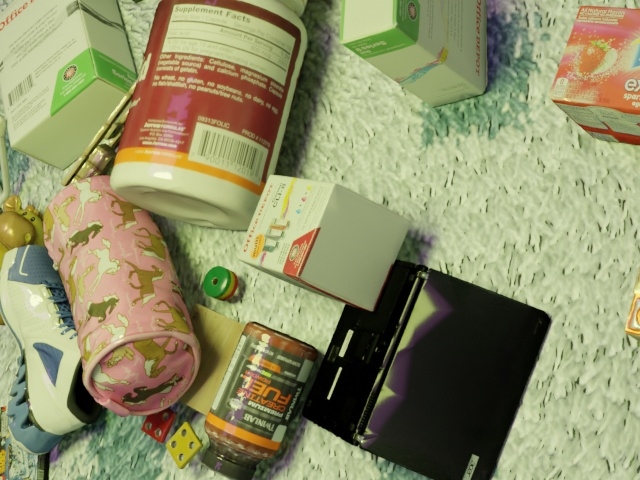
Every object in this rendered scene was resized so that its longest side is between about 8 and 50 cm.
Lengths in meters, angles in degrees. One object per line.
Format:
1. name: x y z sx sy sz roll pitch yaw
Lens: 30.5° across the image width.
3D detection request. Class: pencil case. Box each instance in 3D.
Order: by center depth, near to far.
1. pencil case: -0.289 0.071 1.673 0.386 0.160 0.167 -120 36 -47

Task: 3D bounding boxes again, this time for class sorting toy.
1. sorting toy: -0.149 0.180 1.631 0.132 0.046 0.274 20 84 41

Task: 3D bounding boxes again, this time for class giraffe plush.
1. giraffe plush: -0.514 0.022 1.929 0.170 0.181 0.210 -49 15 -2

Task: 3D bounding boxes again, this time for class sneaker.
1. sneaker: -0.378 0.153 1.783 0.182 0.127 0.315 -20 68 27

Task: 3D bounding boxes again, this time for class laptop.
1. laptop: 0.121 0.157 1.454 0.264 0.137 0.234 11 78 66

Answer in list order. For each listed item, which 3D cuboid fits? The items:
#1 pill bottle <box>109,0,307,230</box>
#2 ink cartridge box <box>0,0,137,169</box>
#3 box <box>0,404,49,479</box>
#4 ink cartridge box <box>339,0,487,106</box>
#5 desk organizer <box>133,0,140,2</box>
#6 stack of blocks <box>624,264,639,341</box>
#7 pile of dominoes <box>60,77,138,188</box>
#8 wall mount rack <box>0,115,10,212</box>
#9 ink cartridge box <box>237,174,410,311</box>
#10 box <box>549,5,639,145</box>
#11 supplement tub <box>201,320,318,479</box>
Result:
1. pill bottle: -0.146 -0.230 1.676 0.224 0.224 0.392 4 75 39
2. ink cartridge box: -0.436 -0.303 1.999 0.211 0.121 0.289 -34 55 24
3. box: -0.463 0.318 1.834 0.094 0.027 0.137 -18 62 30
4. ink cartridge box: 0.123 -0.284 1.498 0.093 0.212 0.154 -13 66 38
5. desk organizer: -0.279 -0.453 1.988 0.130 0.047 0.050 -14 62 33
6. stack of blocks: 0.475 0.048 1.172 0.297 0.087 0.171 9 78 40
7. pile of dominoes: -0.304 -0.169 1.838 0.040 0.196 0.251 39 99 -1
8. wall mount rack: -0.632 -0.137 2.075 0.304 0.130 0.350 -50 50 14
9. ink cartridge box: 0.000 0.000 1.506 0.176 0.127 0.128 12 79 60
10. box: 0.402 -0.172 1.290 0.257 0.128 0.122 14 82 41
11. supplement tub: -0.085 0.212 1.531 0.106 0.106 0.197 19 85 41
